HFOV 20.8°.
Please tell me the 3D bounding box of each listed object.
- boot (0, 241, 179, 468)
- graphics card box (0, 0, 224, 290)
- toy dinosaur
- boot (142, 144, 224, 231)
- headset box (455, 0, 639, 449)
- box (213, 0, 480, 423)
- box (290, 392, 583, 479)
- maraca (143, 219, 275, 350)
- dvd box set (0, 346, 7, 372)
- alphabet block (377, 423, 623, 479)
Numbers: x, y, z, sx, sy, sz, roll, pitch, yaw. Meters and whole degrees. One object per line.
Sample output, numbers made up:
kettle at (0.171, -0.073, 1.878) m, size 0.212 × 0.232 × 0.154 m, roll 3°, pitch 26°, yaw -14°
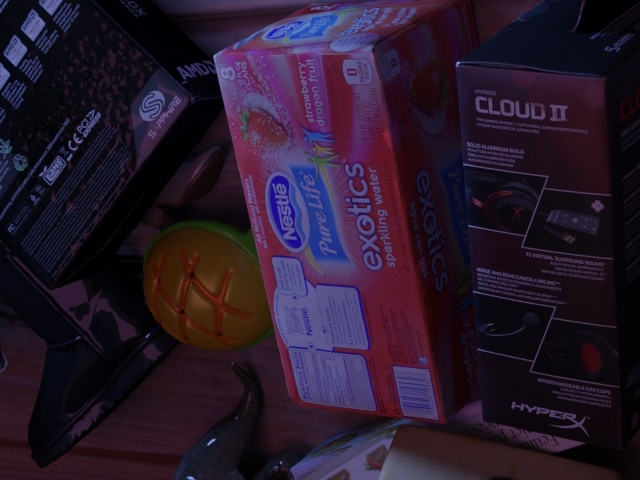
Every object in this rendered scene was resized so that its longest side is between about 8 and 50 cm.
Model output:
boot at (-0.257, 0.076, 1.657) m, size 0.207 × 0.094 × 0.246 m, roll 46°, pitch 125°, yaw 2°
graphics card box at (-0.275, -0.166, 1.505) m, size 0.371 × 0.094 × 0.233 m, roll 44°, pitch 114°, yaw 12°
toy dinosaur at (-0.082, 0.271, 1.620) m, size 0.160 × 0.121 × 0.314 m, roll -4°, pitch 116°, yaw 23°
boot at (-0.138, -0.062, 1.539) m, size 0.087 × 0.042 × 0.118 m, roll 45°, pitch 124°, yaw 20°
headset box at (0.193, -0.043, 1.182) m, size 0.110 × 0.218 × 0.293 m, roll 9°, pitch 118°, yaw 31°
box at (0.043, -0.026, 1.352) m, size 0.154 × 0.142 × 0.300 m, roll 2°, pitch 114°, yaw 36°
box at (0.111, 0.165, 1.457) m, size 0.324 × 0.067 × 0.063 m, roll -26°, pitch 97°, yaw 43°
maraca at (-0.078, 0.036, 1.503) m, size 0.185 × 0.099 × 0.127 m, roll -10°, pitch 115°, yaw 39°
dvd box set at (-0.491, 0.018, 1.763) m, size 0.420 × 0.062 × 0.308 m, roll -12°, pitch 102°, yaw 52°
alphabet block at (0.123, 0.291, 1.373) m, size 0.192 × 0.197 × 0.193 m, roll 12°, pitch 138°, yaw 13°
